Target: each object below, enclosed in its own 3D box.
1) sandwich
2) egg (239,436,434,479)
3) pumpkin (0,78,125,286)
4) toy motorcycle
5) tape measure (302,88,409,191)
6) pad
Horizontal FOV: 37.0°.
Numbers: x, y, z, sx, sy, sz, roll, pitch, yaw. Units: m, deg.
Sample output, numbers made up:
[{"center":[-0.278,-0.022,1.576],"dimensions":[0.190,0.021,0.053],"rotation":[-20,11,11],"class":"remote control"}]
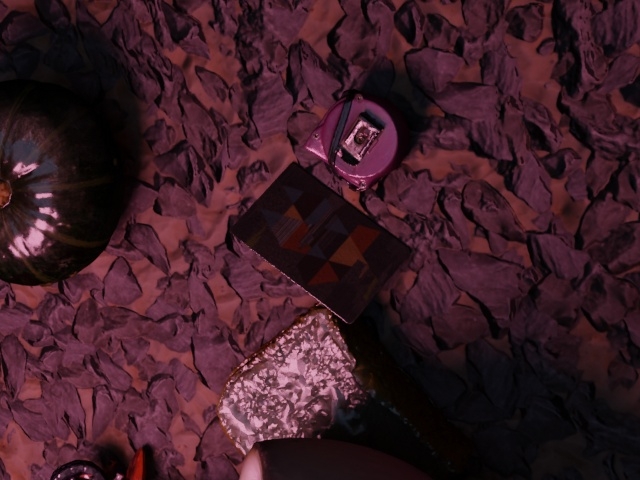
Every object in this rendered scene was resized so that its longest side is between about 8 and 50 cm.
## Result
[{"center":[0.015,0.257,1.326],"dimensions":[0.271,0.099,0.301],"rotation":[-43,84,19],"class":"sandwich"},{"center":[0.065,0.420,1.127],"dimensions":[0.339,0.354,0.355],"rotation":[8,103,-10],"class":"egg"},{"center":[-0.425,-0.083,1.393],"dimensions":[0.300,0.207,0.300],"rotation":[1,100,7],"class":"pumpkin"},{"center":[-0.333,0.476,1.483],"dimensions":[0.171,0.089,0.298],"rotation":[-5,96,-14],"class":"toy motorcycle"},{"center":[0.053,-0.131,1.260],"dimensions":[0.118,0.074,0.125],"rotation":[37,112,11],"class":"tape measure"},{"center":[0.000,0.000,1.292],"dimensions":[0.211,0.003,0.143],"rotation":[36,69,12],"class":"pad"}]
